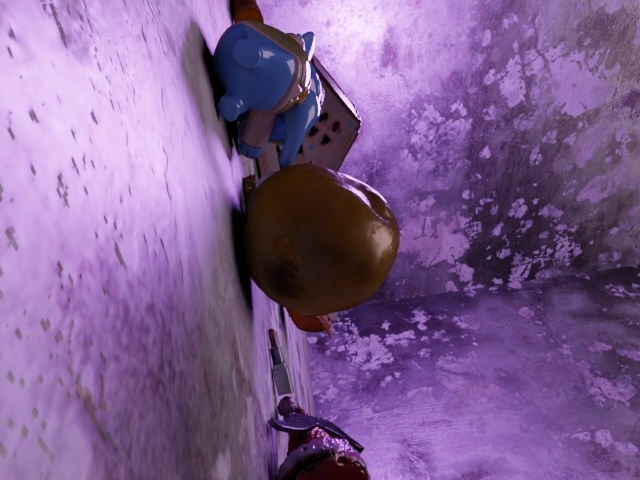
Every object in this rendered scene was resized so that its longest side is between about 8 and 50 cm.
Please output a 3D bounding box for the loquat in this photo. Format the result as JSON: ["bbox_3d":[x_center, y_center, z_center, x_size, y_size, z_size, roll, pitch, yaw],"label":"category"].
[{"bbox_3d":[-0.005,-0.001,0.578,0.213,0.213,0.213,172,-90,-88],"label":"loquat"}]

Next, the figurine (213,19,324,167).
[{"bbox_3d":[-0.073,-0.200,0.592,0.262,0.154,0.179,-58,153,-66],"label":"figurine"}]

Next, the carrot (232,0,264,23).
[{"bbox_3d":[-0.162,-0.511,0.902,0.061,0.061,0.209,85,-8,-54],"label":"carrot"}]

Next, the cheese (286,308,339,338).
[{"bbox_3d":[-0.045,0.111,1.089,0.329,0.129,0.217,64,-2,-18],"label":"cheese"}]

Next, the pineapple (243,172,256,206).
[{"bbox_3d":[-0.107,-0.074,0.661,0.045,0.019,0.083,91,-6,-59],"label":"pineapple"}]

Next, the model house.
[{"bbox_3d":[-0.037,-0.281,0.947,0.169,0.245,0.325,-97,180,-57],"label":"model house"}]

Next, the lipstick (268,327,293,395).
[{"bbox_3d":[-0.068,0.194,0.688,0.025,0.025,0.107,104,-28,-84],"label":"lipstick"}]

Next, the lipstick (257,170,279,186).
[{"bbox_3d":[-0.074,-0.023,0.764,0.264,0.059,0.059,96,-13,-60],"label":"lipstick"}]

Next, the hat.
[{"bbox_3d":[-0.009,0.290,0.597,0.227,0.140,0.128,-139,-131,-67],"label":"hat"}]
